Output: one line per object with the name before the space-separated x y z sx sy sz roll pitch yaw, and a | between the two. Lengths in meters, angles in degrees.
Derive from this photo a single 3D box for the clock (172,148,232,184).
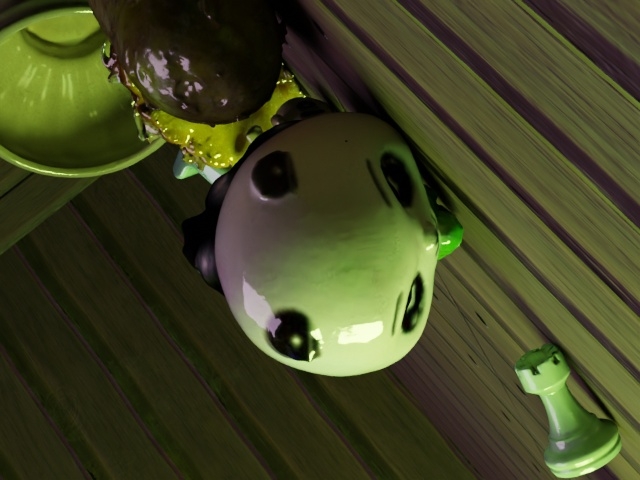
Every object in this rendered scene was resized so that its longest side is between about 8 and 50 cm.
clock | -0.040 -0.051 1.873 0.211 0.159 0.066 46 132 22

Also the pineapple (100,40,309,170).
pineapple | -0.139 -0.180 1.793 0.334 0.161 0.158 51 179 -27

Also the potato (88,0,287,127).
potato | -0.118 -0.199 1.530 0.298 0.141 0.176 -122 10 -53

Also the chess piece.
chess piece | 0.202 0.139 1.496 0.103 0.067 0.067 62 174 -13

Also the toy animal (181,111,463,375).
toy animal | 0.010 0.000 1.464 0.212 0.212 0.267 52 173 -13

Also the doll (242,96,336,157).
doll | -0.020 -0.088 1.689 0.102 0.089 0.179 12 171 -23

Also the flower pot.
flower pot | -0.311 -0.259 2.244 0.307 0.307 0.244 55 -166 -47
